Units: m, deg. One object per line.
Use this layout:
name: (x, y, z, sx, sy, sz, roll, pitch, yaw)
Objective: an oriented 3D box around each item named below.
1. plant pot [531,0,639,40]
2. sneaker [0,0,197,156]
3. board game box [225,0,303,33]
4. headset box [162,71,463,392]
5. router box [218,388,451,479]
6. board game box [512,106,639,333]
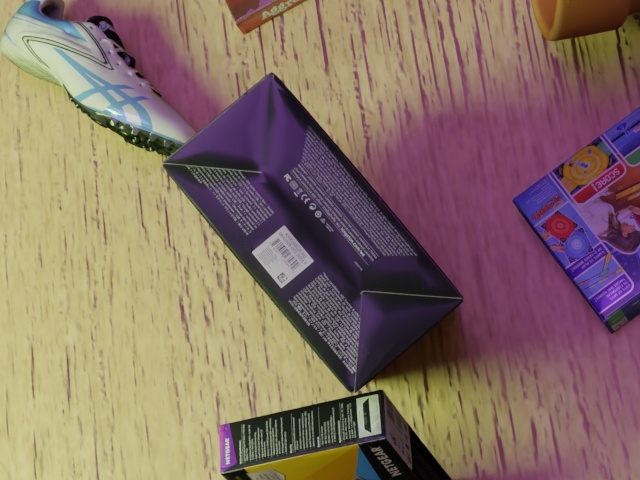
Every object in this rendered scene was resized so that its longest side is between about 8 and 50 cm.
plant pot: (0.268, -0.316, 1.580, 0.203, 0.291, 0.291, -7, 67, 0)
sneaker: (-0.195, -0.151, 1.777, 0.237, 0.085, 0.086, 36, 90, 26)
board game box: (0.023, -0.315, 1.793, 0.281, 0.027, 0.145, -28, 64, 8)
headset box: (0.000, 0.000, 1.526, 0.110, 0.293, 0.218, -40, 86, 0)
router box: (0.016, 0.182, 1.516, 0.133, 0.179, 0.046, -14, 57, 16)
board game box: (0.275, -0.038, 1.588, 0.201, 0.035, 0.136, -36, 62, 4)
